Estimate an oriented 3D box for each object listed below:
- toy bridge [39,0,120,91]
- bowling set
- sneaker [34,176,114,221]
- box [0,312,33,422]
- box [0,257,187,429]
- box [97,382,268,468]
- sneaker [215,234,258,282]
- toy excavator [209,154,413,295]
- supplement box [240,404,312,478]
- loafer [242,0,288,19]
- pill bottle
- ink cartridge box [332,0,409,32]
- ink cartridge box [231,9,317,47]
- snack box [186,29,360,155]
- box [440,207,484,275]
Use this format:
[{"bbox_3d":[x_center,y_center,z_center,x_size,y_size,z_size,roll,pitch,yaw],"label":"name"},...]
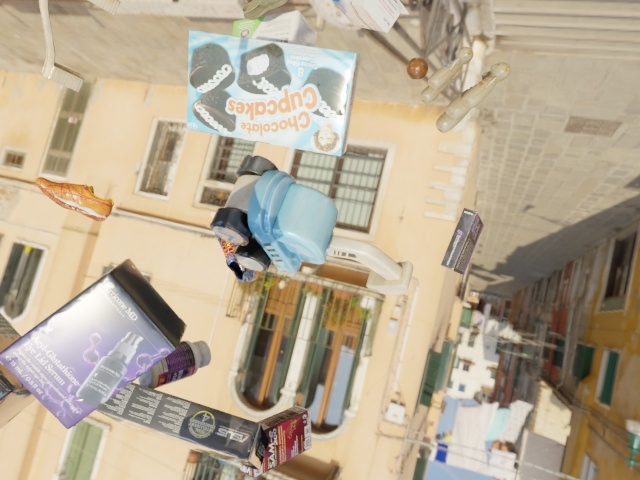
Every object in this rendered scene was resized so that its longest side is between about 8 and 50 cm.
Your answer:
[{"bbox_3d":[-0.223,-0.239,0.449,0.063,0.188,0.026,19,-159,-44],"label":"toy bridge"},{"bbox_3d":[0.325,-0.401,1.151,0.200,0.154,0.287,48,178,-3],"label":"bowling set"},{"bbox_3d":[-0.555,-0.102,1.081,0.175,0.067,0.064,25,157,-9],"label":"sneaker"},{"bbox_3d":[-0.981,0.317,1.060,0.471,0.480,0.297,47,166,3],"label":"box"},{"bbox_3d":[-0.339,0.152,0.731,0.153,0.207,0.108,52,180,-12],"label":"box"},{"bbox_3d":[-0.338,0.478,1.228,0.395,0.097,0.318,16,149,6],"label":"box"},{"bbox_3d":[-0.282,0.043,1.573,0.083,0.221,0.087,-31,-177,19],"label":"sneaker"},{"bbox_3d":[0.000,0.000,1.265,0.445,0.222,0.433,10,153,24],"label":"toy excavator"},{"bbox_3d":[-0.136,0.617,1.479,0.073,0.130,0.239,0,-175,45],"label":"supplement box"},{"bbox_3d":[-0.127,-0.547,1.076,0.148,0.056,0.050,-3,143,39],"label":"loafer"},{"bbox_3d":[-0.416,0.347,1.362,0.108,0.108,0.194,10,-168,42],"label":"pill bottle"},{"bbox_3d":[0.122,-0.579,1.182,0.104,0.060,0.180,29,-172,-42],"label":"ink cartridge box"},{"bbox_3d":[-0.133,-0.423,1.225,0.199,0.272,0.115,4,173,26],"label":"ink cartridge box"},{"bbox_3d":[-0.097,-0.283,0.915,0.322,0.187,0.060,12,-159,10],"label":"snack box"},{"bbox_3d":[0.279,0.006,0.928,0.029,0.116,0.162,22,-178,23],"label":"box"}]
